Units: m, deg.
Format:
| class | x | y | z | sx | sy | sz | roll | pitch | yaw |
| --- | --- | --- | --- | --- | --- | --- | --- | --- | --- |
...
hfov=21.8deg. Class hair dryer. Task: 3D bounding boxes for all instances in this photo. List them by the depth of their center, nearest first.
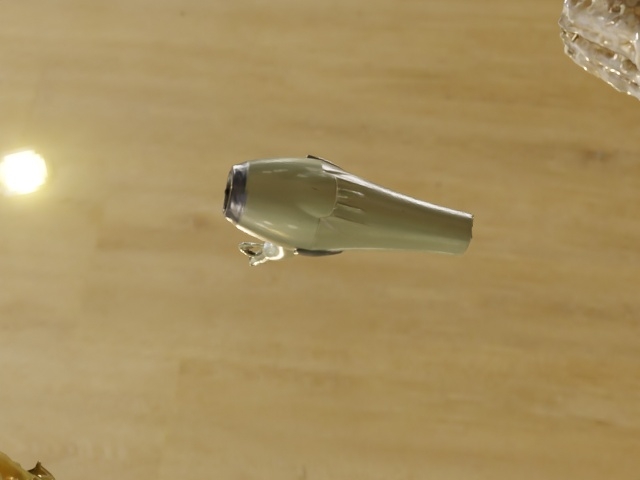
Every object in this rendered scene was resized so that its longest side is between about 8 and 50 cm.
| class | x | y | z | sx | sy | sz | roll | pitch | yaw |
| --- | --- | --- | --- | --- | --- | --- | --- | --- | --- |
| hair dryer | 0.019 | 0.001 | 1.158 | 0.167 | 0.199 | 0.067 | 8 | -107 | 4 |

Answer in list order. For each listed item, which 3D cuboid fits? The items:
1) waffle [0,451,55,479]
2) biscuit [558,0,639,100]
| class | x | y | z | sx | sy | sz | roll | pitch | yaw |
| --- | --- | --- | --- | --- | --- | --- | --- | --- | --- |
| waffle | -0.168 | 0.046 | 0.458 | 0.056 | 0.250 | 0.261 | -46 | -166 | 6 |
| biscuit | 0.350 | -0.220 | 1.115 | 0.426 | 0.078 | 0.144 | -37 | -131 | -22 |
